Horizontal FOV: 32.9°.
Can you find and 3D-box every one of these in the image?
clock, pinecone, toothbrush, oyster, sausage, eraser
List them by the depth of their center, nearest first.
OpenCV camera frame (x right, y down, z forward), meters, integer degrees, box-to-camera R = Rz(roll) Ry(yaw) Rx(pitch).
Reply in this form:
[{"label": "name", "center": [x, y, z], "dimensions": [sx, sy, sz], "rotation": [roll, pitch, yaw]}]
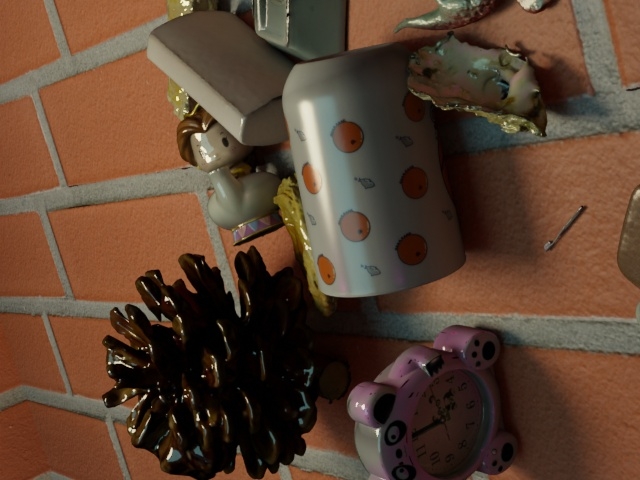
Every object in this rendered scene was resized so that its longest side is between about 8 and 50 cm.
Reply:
[{"label": "oyster", "center": [0.202, -0.193, 1.365], "dimensions": [0.209, 0.133, 0.072], "rotation": [12, 143, 27]}, {"label": "toothbrush", "center": [0.312, -0.016, 1.393], "dimensions": [0.008, 0.006, 0.097], "rotation": [57, 144, 22]}, {"label": "clock", "center": [0.159, 0.256, 1.538], "dimensions": [0.090, 0.248, 0.227], "rotation": [7, 114, 55]}, {"label": "eraser", "center": [-0.131, -0.262, 1.714], "dimensions": [0.270, 0.174, 0.095], "rotation": [44, 137, 31]}, {"label": "pinecone", "center": [-0.180, 0.195, 1.780], "dimensions": [0.398, 0.398, 0.397], "rotation": [30, 131, 42]}, {"label": "sausage", "center": [-0.053, 0.221, 1.964], "dimensions": [0.264, 0.083, 0.083], "rotation": [14, 119, 52]}]

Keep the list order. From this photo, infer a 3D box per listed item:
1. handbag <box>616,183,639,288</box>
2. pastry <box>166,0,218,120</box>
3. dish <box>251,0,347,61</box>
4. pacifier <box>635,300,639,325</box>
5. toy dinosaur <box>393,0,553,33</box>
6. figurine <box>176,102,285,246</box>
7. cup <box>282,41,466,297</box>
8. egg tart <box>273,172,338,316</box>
[{"label": "handbag", "center": [0.426, 0.022, 1.204], "dimensions": [0.193, 0.072, 0.151], "rotation": [40, 137, 33]}, {"label": "pastry", "center": [-0.223, -0.328, 1.874], "dimensions": [0.121, 0.089, 0.258], "rotation": [-128, 32, -55]}, {"label": "dish", "center": [-0.045, -0.379, 1.618], "dimensions": [0.182, 0.080, 0.243], "rotation": [32, 131, 41]}, {"label": "pacifier", "center": [0.380, 0.064, 1.131], "dimensions": [0.127, 0.116, 0.150], "rotation": [-120, 21, -62]}, {"label": "toy dinosaur", "center": [0.179, -0.303, 1.372], "dimensions": [0.167, 0.053, 0.242], "rotation": [54, 135, 8]}, {"label": "figurine", "center": [-0.151, -0.128, 1.832], "dimensions": [0.142, 0.189, 0.263], "rotation": [-24, 85, 12]}, {"label": "cup", "center": [0.067, -0.103, 1.498], "dimensions": [0.212, 0.212, 0.317], "rotation": [3, 110, 53]}, {"label": "egg tart", "center": [0.000, 0.000, 1.710], "dimensions": [0.241, 0.106, 0.241], "rotation": [162, 90, -85]}]
